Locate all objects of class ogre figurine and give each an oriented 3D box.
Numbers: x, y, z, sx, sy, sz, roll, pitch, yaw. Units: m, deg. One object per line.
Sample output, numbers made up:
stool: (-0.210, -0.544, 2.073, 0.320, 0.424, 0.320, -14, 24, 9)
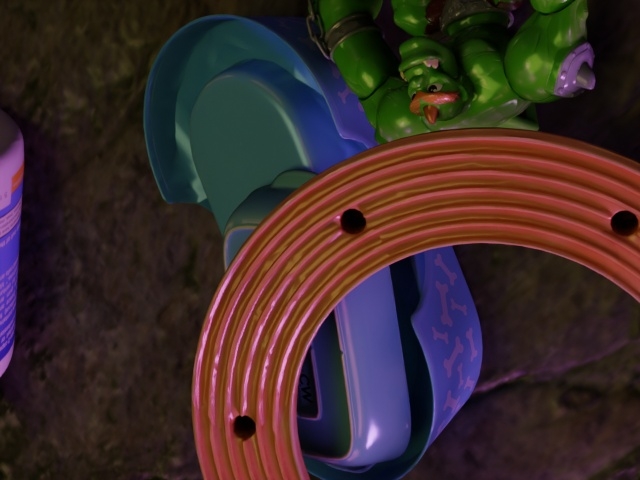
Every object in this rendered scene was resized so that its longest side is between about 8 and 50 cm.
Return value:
ogre figurine: (0.077, -0.113, 0.841, 0.197, 0.097, 0.118, -17, 80, 24)

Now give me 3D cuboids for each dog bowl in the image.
dog bowl: (0.000, 0.000, 0.973, 0.166, 0.074, 0.297, -18, 94, 46)

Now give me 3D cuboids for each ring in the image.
ring: (0.095, 0.100, 0.860, 0.337, 0.032, 0.336, 5, 111, 13)

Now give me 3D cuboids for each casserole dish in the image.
casserole dish: (-0.008, 0.054, 0.925, 0.114, 0.037, 0.188, 7, 113, 42)

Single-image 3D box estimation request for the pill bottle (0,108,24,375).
pill bottle: (-0.308, 0.033, 1.223, 0.152, 0.152, 0.272, 30, 125, 31)
